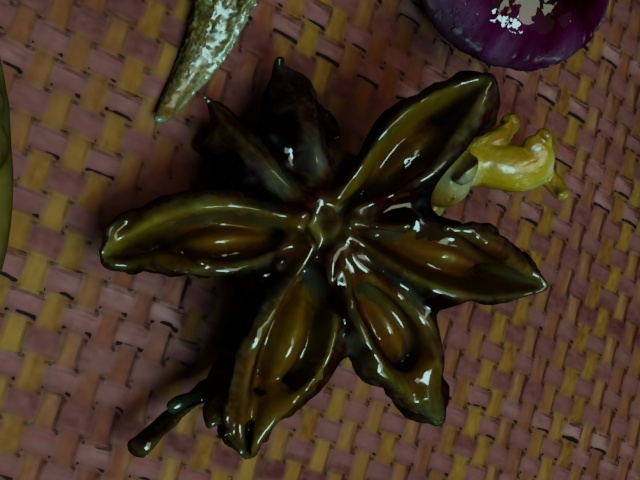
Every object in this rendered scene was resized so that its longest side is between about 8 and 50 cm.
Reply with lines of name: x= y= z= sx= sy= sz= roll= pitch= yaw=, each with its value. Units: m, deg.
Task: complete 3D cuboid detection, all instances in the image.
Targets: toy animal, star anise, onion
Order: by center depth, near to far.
star anise: x=0.000 y=0.000 z=0.620 sx=0.220 sy=0.126 sz=0.190 roll=-6 pitch=98 yaw=-7
onion: x=0.115 y=-0.154 z=0.698 sx=0.115 sy=0.104 sz=0.115 roll=6 pitch=76 yaw=-26
toy animal: x=0.097 y=-0.035 z=0.720 sx=0.083 sy=0.060 sz=0.081 roll=-36 pitch=79 yaw=-33

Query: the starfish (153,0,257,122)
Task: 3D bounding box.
starfish: x=-0.045 y=-0.177 z=0.609 sx=0.213 sy=0.057 sz=0.238 roll=3 pitch=91 yaw=-29

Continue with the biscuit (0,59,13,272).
biscuit: x=-0.286 y=-0.058 z=0.370 sx=0.366 sy=0.115 sz=0.268 roll=-18 pitch=111 yaw=-25
